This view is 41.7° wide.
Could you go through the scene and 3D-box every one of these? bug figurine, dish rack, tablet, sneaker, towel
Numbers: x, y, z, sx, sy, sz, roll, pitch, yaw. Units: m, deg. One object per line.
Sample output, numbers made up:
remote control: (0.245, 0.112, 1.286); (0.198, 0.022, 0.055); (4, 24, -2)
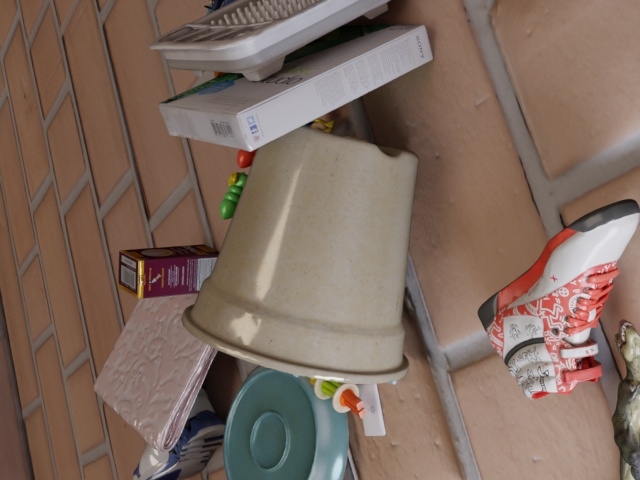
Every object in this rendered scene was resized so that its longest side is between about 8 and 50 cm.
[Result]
bug figurine: (-0.091, -0.136, 1.405); (0.279, 0.072, 0.216); (-14, 50, 60)
dish rack: (-0.056, -0.317, 1.215); (0.285, 0.332, 0.072); (17, 135, 54)
tablet: (0.080, 0.270, 1.342); (0.054, 0.006, 0.083); (-20, 79, 54)
sneaker: (-0.312, 0.404, 1.839); (0.315, 0.127, 0.182); (-48, 52, 38)
towel: (-0.333, 0.242, 1.775); (0.331, 0.053, 0.317); (21, 81, 51)
sneaker: (0.291, 0.079, 0.942); (0.270, 0.090, 0.145); (-54, 53, 48)

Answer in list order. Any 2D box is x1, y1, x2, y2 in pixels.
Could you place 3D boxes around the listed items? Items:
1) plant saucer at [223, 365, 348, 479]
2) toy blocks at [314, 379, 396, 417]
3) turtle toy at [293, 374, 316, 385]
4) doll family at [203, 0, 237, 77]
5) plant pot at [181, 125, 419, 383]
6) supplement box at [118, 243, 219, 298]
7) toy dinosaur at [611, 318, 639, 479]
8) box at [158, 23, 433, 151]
plant saucer: (-0.077, 0.350, 1.464); (0.317, 0.043, 0.318); (-17, 66, 43)
toy blocks: (0.058, 0.221, 1.316); (0.148, 0.054, 0.123); (23, 105, 52)
turtle toy: (-0.026, 0.179, 1.409); (0.130, 0.066, 0.095); (-80, -13, -62)
doll family: (-0.163, -0.384, 1.502); (0.163, 0.118, 0.263); (-49, 56, 47)
plant pot: (0.000, 0.000, 1.190); (0.333, 0.333, 0.306); (22, 101, 52)
supplement box: (-0.301, 0.061, 1.701); (0.104, 0.188, 0.081); (19, 109, 53)
toy dinosaur: (0.350, 0.222, 0.901); (0.118, 0.064, 0.268); (-145, 56, -65)
box: (-0.036, -0.223, 1.173); (0.232, 0.322, 0.059); (18, 131, 52)
